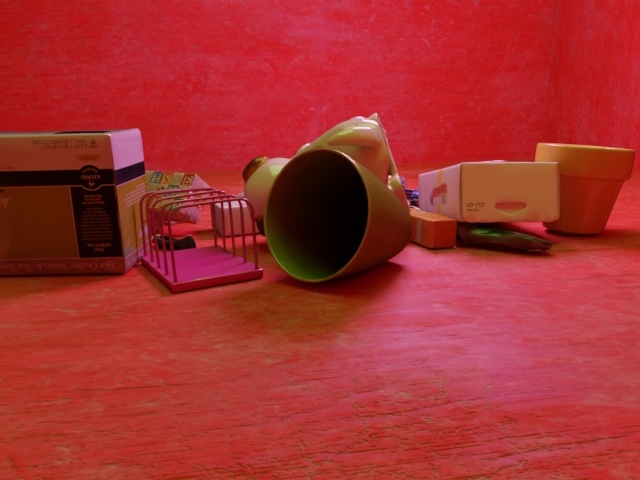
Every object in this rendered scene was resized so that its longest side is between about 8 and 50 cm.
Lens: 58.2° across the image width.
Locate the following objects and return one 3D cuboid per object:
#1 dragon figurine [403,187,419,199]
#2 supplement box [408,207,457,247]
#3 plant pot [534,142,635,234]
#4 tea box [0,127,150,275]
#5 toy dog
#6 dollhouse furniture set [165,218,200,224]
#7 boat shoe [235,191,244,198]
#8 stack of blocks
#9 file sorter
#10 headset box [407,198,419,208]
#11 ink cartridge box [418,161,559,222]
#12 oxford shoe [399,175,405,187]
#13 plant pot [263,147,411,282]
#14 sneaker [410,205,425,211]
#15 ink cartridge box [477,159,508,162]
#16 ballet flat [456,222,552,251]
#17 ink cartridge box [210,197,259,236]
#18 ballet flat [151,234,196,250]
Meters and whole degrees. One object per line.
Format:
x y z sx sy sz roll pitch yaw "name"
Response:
0.312 -0.146 2.035 0.289 0.085 0.144 4 15 42 "dragon figurine"
0.278 -0.037 1.578 0.077 0.080 0.233 -3 10 -20 "supplement box"
0.729 -0.148 1.626 0.253 0.239 0.254 4 11 -1 "plant pot"
-0.605 -0.097 1.369 0.328 0.324 0.220 0 13 1 "tea box"
0.000 -0.144 1.521 0.407 0.285 0.395 -20 -3 12 "toy dog"
-0.524 -0.135 1.978 0.128 0.130 0.183 -13 18 -43 "dollhouse furniture set"
-0.237 -0.148 2.157 0.183 0.066 0.066 -6 15 -21 "boat shoe"
-0.505 -0.119 1.777 0.296 0.171 0.087 7 -22 28 "stack of blocks"
-0.284 -0.019 1.311 0.201 0.183 0.290 -9 15 -28 "file sorter"
0.324 -0.106 1.914 0.083 0.062 0.032 -1 13 -2 "headset box"
0.470 -0.133 1.660 0.278 0.161 0.384 -2 3 -7 "ink cartridge box"
0.244 -0.213 2.417 0.227 0.083 0.096 -4 -14 5 "oxford shoe"
0.072 -0.041 1.279 0.274 0.275 0.293 8 1 38 "plant pot"
0.288 -0.078 1.775 0.077 0.072 0.178 -6 14 -26 "sneaker"
0.544 -0.235 1.814 0.083 0.028 0.048 1 2 37 "ink cartridge box"
0.455 0.002 1.460 0.249 0.058 0.084 12 0 30 "ballet flat"
-0.216 -0.079 1.778 0.219 0.093 0.160 -7 14 -22 "ink cartridge box"
-0.394 -0.001 1.548 0.173 0.049 0.057 8 15 37 "ballet flat"
